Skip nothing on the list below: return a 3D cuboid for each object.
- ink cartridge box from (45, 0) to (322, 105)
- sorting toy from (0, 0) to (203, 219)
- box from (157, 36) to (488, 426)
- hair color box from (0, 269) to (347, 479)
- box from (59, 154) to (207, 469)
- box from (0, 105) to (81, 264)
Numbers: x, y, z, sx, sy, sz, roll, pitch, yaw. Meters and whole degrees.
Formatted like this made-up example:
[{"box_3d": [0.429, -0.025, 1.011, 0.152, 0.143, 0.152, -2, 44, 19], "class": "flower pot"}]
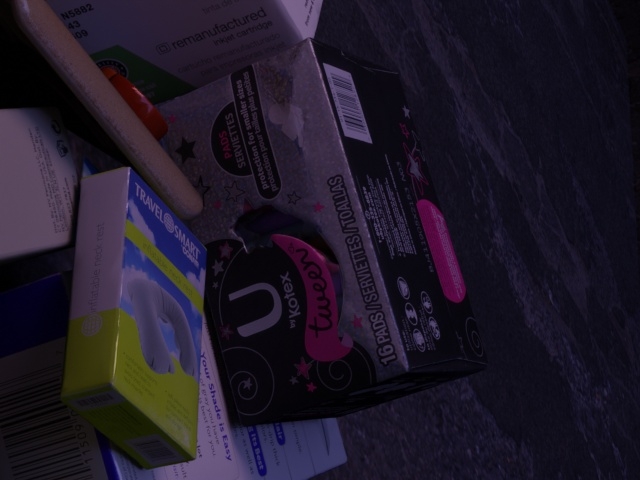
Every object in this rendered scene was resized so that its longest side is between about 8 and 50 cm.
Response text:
[{"box_3d": [-0.149, -0.246, 1.120, 0.278, 0.201, 0.117, 57, 29, -34], "class": "ink cartridge box"}, {"box_3d": [-0.201, -0.156, 0.996, 0.229, 0.041, 0.307, 36, -13, 49], "class": "sorting toy"}, {"box_3d": [0.000, 0.000, 1.119, 0.163, 0.142, 0.247, 8, 63, -63], "class": "box"}, {"box_3d": [-0.111, 0.112, 1.099, 0.339, 0.110, 0.185, -5, 78, -65], "class": "hair color box"}, {"box_3d": [-0.114, 0.040, 0.950, 0.109, 0.042, 0.178, 52, 30, -49], "class": "box"}, {"box_3d": [-0.252, -0.017, 0.860, 0.275, 0.113, 0.094, -16, 92, -68], "class": "box"}]
